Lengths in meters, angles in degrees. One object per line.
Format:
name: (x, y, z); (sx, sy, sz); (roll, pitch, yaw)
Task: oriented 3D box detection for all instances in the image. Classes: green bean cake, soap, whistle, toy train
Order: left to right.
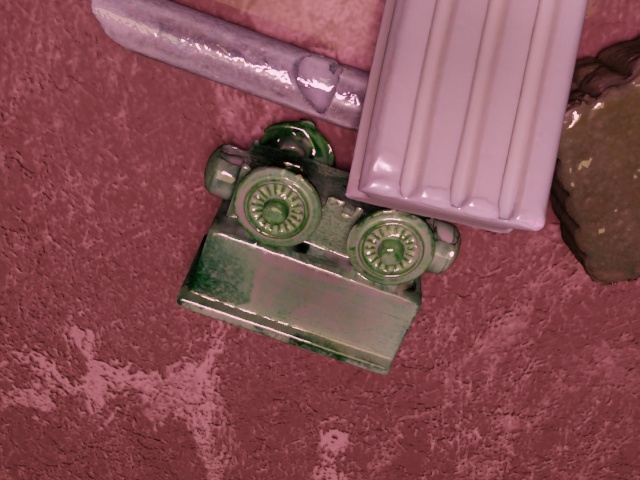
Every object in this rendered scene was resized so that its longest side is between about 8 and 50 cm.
whistle: (-0.068, -0.173, 0.741); (0.312, 0.062, 0.062); (19, 117, -5)
toy train: (0.000, 0.000, 0.780); (0.266, 0.145, 0.201); (20, 120, -6)
soap: (0.128, -0.151, 0.650); (0.160, 0.087, 0.265); (12, 88, -8)
green bean cake: (0.330, -0.082, 0.725); (0.227, 0.125, 0.222); (-20, 112, 12)
